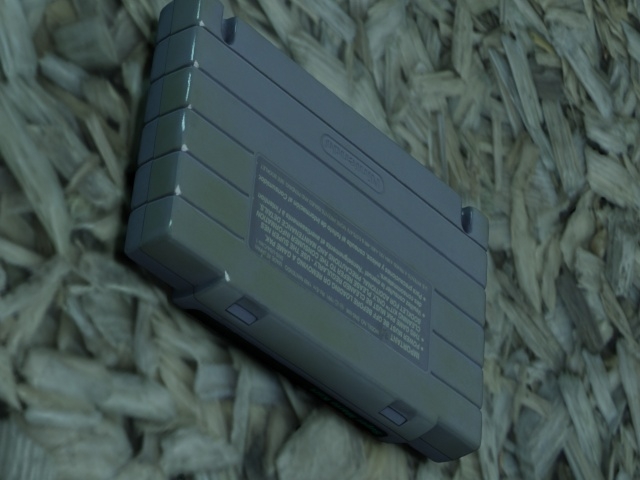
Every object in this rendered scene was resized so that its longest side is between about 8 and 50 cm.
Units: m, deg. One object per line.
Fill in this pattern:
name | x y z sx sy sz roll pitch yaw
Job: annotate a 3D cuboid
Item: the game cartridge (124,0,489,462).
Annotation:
game cartridge | 0.000 0.000 1.468 0.355 0.068 0.230 37 49 -38
